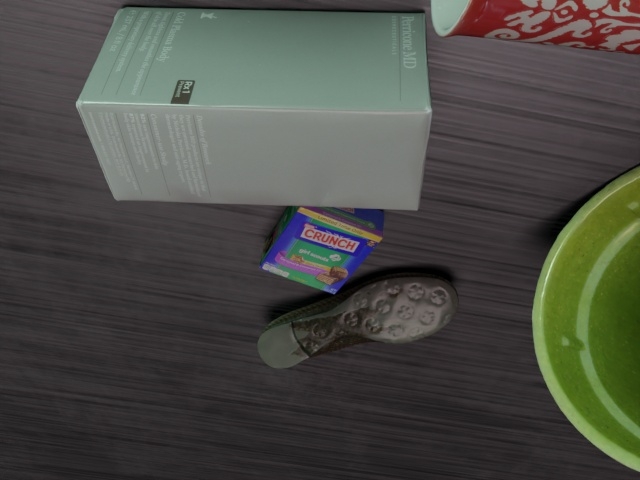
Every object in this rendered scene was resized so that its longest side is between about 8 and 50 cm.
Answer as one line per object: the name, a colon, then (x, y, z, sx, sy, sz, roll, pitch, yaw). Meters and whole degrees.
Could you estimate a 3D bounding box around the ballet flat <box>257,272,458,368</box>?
ballet flat: (0.041, 0.092, 0.753, 0.250, 0.058, 0.084, -21, 97, 20)

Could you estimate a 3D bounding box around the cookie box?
cookie box: (0.000, 0.000, 0.657, 0.092, 0.040, 0.107, 20, 136, -16)

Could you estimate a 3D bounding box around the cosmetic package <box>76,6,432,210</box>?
cosmetic package: (-0.038, -0.100, 0.483, 0.238, 0.127, 0.107, -1, 139, 4)

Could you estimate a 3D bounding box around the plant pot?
plant pot: (0.385, 0.088, 0.583, 0.254, 0.276, 0.276, 22, 137, -36)

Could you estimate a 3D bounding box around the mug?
mug: (0.170, -0.181, 0.383, 0.169, 0.113, 0.150, 7, 141, -8)
